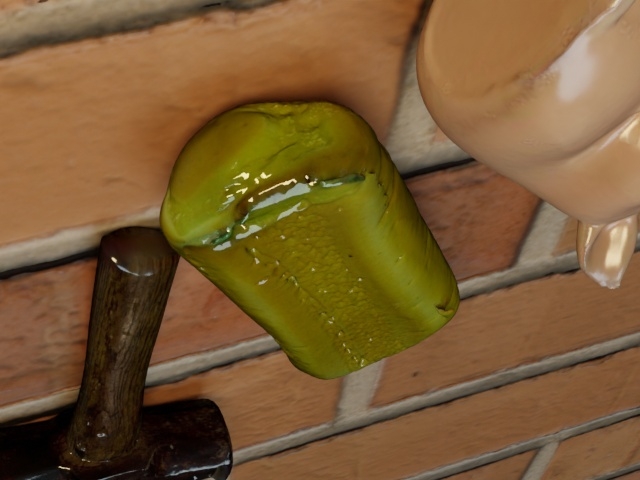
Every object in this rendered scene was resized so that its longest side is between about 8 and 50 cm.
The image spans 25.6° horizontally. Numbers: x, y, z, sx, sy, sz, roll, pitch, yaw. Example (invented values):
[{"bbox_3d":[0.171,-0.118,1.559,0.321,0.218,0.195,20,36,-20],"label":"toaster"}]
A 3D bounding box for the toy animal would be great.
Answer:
[{"bbox_3d":[0.189,-0.122,0.968,0.213,0.195,0.256,-27,141,35],"label":"toy animal"}]

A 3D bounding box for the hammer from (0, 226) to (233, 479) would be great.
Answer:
[{"bbox_3d":[-0.179,0.116,1.238,0.242,0.095,0.409,-10,144,-23],"label":"hammer"}]

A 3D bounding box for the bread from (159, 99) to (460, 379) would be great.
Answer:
[{"bbox_3d":[0.000,0.000,1.114,0.166,0.112,0.383,-24,153,7],"label":"bread"}]
